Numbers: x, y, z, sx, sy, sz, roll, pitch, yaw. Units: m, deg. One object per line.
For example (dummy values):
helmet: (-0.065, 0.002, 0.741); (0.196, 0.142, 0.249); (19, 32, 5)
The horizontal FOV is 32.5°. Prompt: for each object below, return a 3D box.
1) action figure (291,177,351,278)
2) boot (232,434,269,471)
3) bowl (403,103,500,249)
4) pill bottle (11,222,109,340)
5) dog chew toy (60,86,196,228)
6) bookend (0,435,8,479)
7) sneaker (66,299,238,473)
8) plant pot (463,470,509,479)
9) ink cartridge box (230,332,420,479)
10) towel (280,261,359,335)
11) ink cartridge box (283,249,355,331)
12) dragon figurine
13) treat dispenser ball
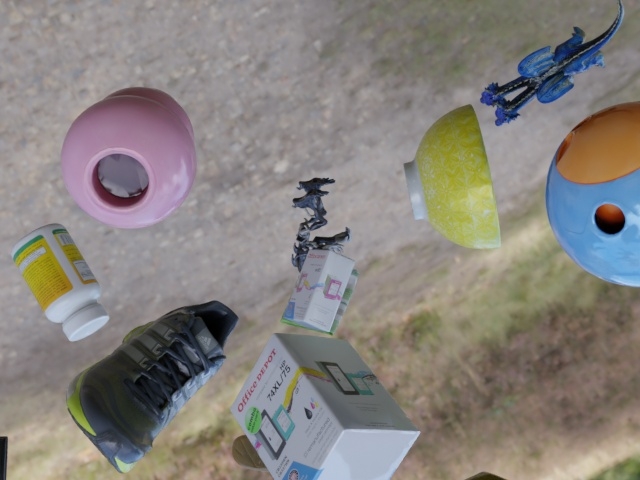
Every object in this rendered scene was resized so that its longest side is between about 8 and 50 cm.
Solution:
action figure: (0.000, 0.000, 2.605); (0.141, 0.275, 0.164); (2, -155, 6)
boot: (-0.032, 0.452, 2.349); (0.262, 0.095, 0.203); (8, -174, 22)
bowl: (0.249, -0.111, 2.152); (0.156, 0.289, 0.289); (-11, 161, 4)
pill bottle: (-0.491, 0.082, 2.094); (0.117, 0.208, 0.117); (-32, 169, -7)
dog chew toy: (-0.294, -0.153, 1.761); (0.206, 0.206, 0.332); (-34, -161, 13)
bookend: (-0.527, 0.301, 1.546); (0.156, 0.072, 0.157); (1, 161, -12)
sneaker: (-0.172, 0.137, 1.172); (0.121, 0.111, 0.300); (-36, -169, 19)
plant pot: (0.204, 0.408, 1.276); (0.212, 0.212, 0.187); (-15, -178, -33)
ink cartridge box: (0.003, 0.335, 2.045); (0.197, 0.270, 0.198); (10, 118, -41)
towel: (-0.001, 0.105, 2.083); (0.023, 0.113, 0.152); (79, 28, -49)
ink cartridge box: (-0.002, 0.077, 1.749); (0.052, 0.122, 0.088); (25, 170, -22)
dragon figurine: (0.380, -0.277, 1.782); (0.144, 0.085, 0.289); (-34, -179, -34)
treat dispenser ball: (0.493, -0.072, 1.696); (0.288, 0.288, 0.288); (-26, 160, -10)
